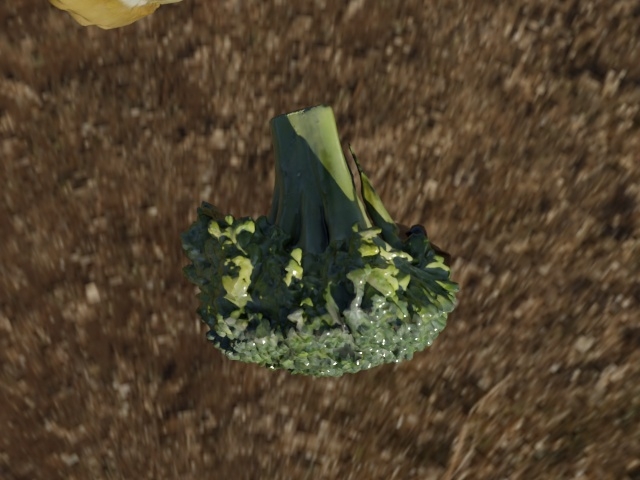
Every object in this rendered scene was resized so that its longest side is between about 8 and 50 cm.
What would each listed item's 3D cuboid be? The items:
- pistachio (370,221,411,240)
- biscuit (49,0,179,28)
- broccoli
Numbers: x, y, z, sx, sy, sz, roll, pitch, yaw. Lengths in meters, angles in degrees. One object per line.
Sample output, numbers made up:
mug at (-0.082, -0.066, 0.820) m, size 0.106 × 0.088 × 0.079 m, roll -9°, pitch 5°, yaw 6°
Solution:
pistachio at (0.062, 0.043, 1.794) m, size 0.124 × 0.185 × 0.124 m, roll 0°, pitch 91°, yaw -3°
biscuit at (-0.129, -0.233, 0.949) m, size 0.079 × 0.259 × 0.259 m, roll -21°, pitch 75°, yaw 16°
broccoli at (0.000, 0.000, 1.617) m, size 0.247 × 0.263 × 0.243 m, roll -7°, pitch 90°, yaw -34°
